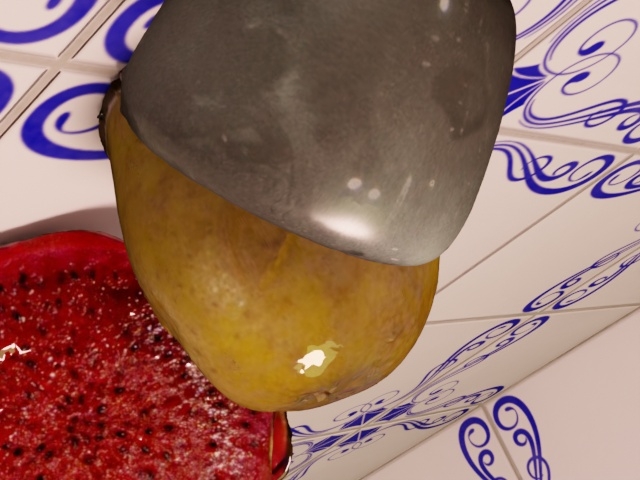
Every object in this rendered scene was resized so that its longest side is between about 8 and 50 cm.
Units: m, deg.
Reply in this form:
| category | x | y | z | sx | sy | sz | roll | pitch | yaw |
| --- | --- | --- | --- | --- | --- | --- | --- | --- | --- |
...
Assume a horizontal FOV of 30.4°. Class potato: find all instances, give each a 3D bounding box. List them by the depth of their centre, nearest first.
| category | x | y | z | sx | sy | sz | roll | pitch | yaw |
| --- | --- | --- | --- | --- | --- | --- | --- | --- | --- |
| potato | 0.000 | 0.000 | 0.990 | 0.290 | 0.296 | 0.397 | -32 | 158 | 22 |

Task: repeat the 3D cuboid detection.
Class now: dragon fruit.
| category | x | y | z | sx | sy | sz | roll | pitch | yaw |
| --- | --- | --- | --- | --- | --- | --- | --- | --- | --- |
| dragon fruit | -0.236 | 0.189 | 1.108 | 0.386 | 0.371 | 0.249 | -50 | -177 | -18 |

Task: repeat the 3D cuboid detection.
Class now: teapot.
| category | x | y | z | sx | sy | sz | roll | pitch | yaw |
| --- | --- | --- | --- | --- | --- | --- | --- | --- | --- |
| teapot | -0.001 | -0.170 | 0.695 | 0.285 | 0.305 | 0.223 | -62 | 180 | 11 |
